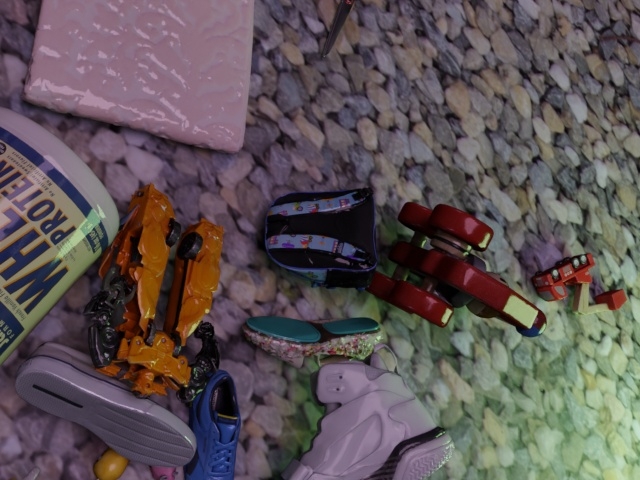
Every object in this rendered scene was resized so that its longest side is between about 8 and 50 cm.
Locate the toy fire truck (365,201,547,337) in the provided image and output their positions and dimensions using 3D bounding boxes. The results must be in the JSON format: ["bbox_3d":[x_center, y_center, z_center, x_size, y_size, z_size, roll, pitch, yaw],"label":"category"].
[{"bbox_3d":[0.233,0.069,1.192,0.254,0.302,0.169,28,88,-16],"label":"toy fire truck"}]

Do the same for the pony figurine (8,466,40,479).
[{"bbox_3d":[-0.409,0.433,0.766,0.303,0.363,0.351,43,78,-22],"label":"pony figurine"}]

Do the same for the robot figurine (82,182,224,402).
[{"bbox_3d":[-0.221,0.079,1.007,0.211,0.085,0.291,34,49,-36],"label":"robot figurine"}]

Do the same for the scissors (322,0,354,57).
[{"bbox_3d":[0.050,-0.464,1.367,0.109,0.021,0.297,45,63,-16],"label":"scissors"}]

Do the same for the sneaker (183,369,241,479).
[{"bbox_3d":[-0.150,0.291,1.053,0.069,0.082,0.209,5,78,-29],"label":"sneaker"}]

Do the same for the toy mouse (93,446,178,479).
[{"bbox_3d":[-0.241,0.337,1.020,0.161,0.031,0.143,-44,101,-29],"label":"toy mouse"}]

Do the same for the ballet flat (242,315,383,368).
[{"bbox_3d":[-0.010,0.165,1.161,0.241,0.091,0.077,4,110,-23],"label":"ballet flat"}]

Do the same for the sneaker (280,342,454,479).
[{"bbox_3d":[-0.001,0.307,1.091,0.366,0.137,0.210,-25,79,-13],"label":"sneaker"}]

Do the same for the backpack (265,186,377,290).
[{"bbox_3d":[0.000,0.000,1.175,0.173,0.117,0.158,0,62,-1],"label":"backpack"}]

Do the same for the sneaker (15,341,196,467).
[{"bbox_3d":[-0.274,0.212,0.990,0.258,0.094,0.091,36,23,-18],"label":"sneaker"}]

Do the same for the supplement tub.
[{"bbox_3d":[-0.427,0.025,0.872,0.235,0.235,0.325,43,63,-14],"label":"supplement tub"}]

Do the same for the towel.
[{"bbox_3d":[-0.265,-0.315,1.142,0.331,0.053,0.317,11,73,-27],"label":"towel"}]

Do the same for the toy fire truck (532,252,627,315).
[{"bbox_3d":[0.520,0.099,1.477,0.192,0.047,0.135,-21,91,-30],"label":"toy fire truck"}]
